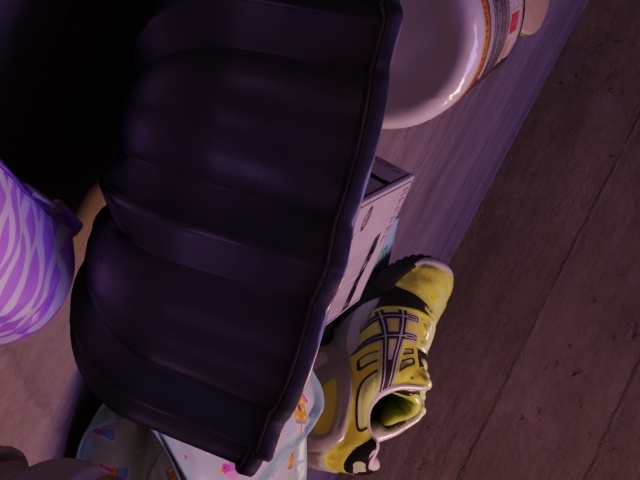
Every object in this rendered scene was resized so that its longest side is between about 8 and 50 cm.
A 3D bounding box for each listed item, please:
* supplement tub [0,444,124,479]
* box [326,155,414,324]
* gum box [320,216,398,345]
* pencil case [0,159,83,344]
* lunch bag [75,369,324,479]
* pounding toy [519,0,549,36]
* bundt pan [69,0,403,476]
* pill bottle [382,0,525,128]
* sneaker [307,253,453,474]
[{"bbox_3d":[-0.126,0.273,0.849,0.228,0.316,0.228,-60,169,-20],"label":"supplement tub"},{"bbox_3d":[0.000,0.000,1.449,0.169,0.087,0.290,-66,169,13],"label":"box"},{"bbox_3d":[0.026,0.063,1.738,0.184,0.041,0.157,-36,144,-51],"label":"gum box"},{"bbox_3d":[-0.164,-0.013,0.615,0.088,0.086,0.206,-34,166,-5],"label":"pencil case"},{"bbox_3d":[-0.108,0.183,1.185,0.223,0.160,0.262,-43,146,-54],"label":"lunch bag"},{"bbox_3d":[0.171,-0.338,1.523,0.183,0.110,0.237,-17,103,-61],"label":"pounding toy"},{"bbox_3d":[-0.059,-0.041,0.791,0.331,0.124,0.331,-165,-90,-82],"label":"bundt pan"},{"bbox_3d":[0.091,-0.200,1.221,0.162,0.162,0.278,-68,168,22],"label":"pill bottle"},{"bbox_3d":[0.079,0.160,1.707,0.385,0.147,0.145,-47,152,-42],"label":"sneaker"}]
